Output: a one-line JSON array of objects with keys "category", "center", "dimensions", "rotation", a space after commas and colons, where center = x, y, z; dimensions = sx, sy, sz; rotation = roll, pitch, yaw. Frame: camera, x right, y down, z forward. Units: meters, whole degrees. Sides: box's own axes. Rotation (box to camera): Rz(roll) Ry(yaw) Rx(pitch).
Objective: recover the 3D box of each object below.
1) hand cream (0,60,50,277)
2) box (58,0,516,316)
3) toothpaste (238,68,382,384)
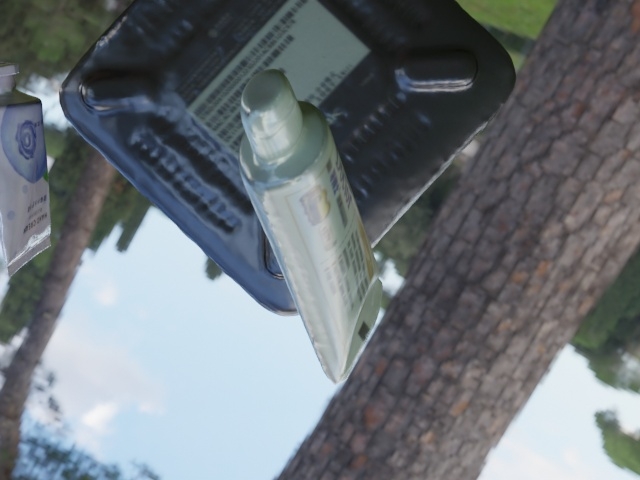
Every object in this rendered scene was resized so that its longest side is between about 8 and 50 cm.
[{"category": "hand cream", "center": [-0.213, -0.053, 0.832], "dimensions": [0.053, 0.142, 0.084], "rotation": [-6, -166, 10]}, {"category": "box", "center": [-0.028, -0.123, 0.973], "dimensions": [0.289, 0.290, 0.073], "rotation": [44, -177, 2]}, {"category": "toothpaste", "center": [0.000, 0.000, 0.554], "dimensions": [0.037, 0.067, 0.255], "rotation": [18, 160, 19]}]
